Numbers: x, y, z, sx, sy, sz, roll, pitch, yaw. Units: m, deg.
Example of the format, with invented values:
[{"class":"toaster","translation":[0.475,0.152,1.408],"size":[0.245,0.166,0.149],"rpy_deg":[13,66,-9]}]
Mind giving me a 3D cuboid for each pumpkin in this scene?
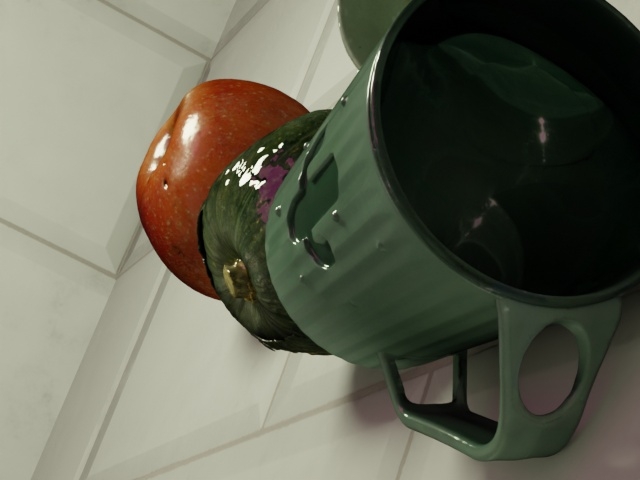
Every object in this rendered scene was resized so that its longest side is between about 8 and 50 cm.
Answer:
[{"class":"pumpkin","translation":[0.000,0.000,1.786],"size":[0.257,0.292,0.328],"rpy_deg":[-25,-10,-24]}]

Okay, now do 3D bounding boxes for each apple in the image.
[{"class":"apple","translation":[-0.136,-0.081,2.304],"size":[0.348,0.277,0.348],"rpy_deg":[-53,19,28]}]

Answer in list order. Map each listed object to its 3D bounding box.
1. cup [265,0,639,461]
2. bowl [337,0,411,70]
[{"class":"cup","translation":[0.115,-0.007,1.391],"size":[0.392,0.310,0.401],"rpy_deg":[-42,23,62]},{"class":"bowl","translation":[0.177,-0.306,1.864],"size":[0.289,0.146,0.289],"rpy_deg":[-3,85,35]}]
